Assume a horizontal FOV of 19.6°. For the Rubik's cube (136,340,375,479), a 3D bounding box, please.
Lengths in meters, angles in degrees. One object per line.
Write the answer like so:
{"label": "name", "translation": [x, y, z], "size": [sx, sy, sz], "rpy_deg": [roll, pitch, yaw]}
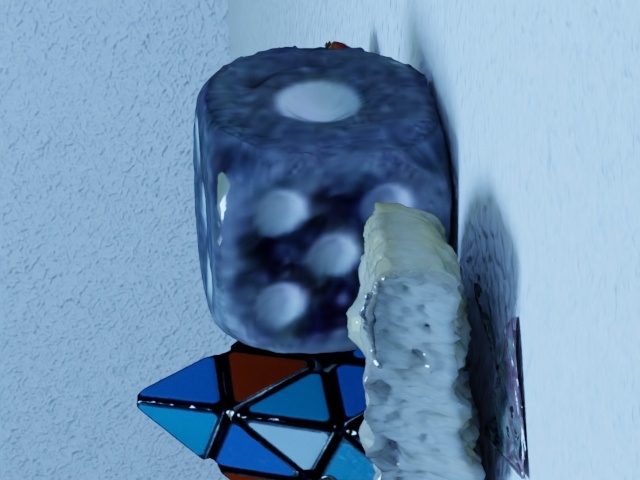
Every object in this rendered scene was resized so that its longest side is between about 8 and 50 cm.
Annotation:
{"label": "Rubik's cube", "translation": [-0.002, 0.099, 1.568], "size": [0.284, 0.250, 0.234], "rpy_deg": [106, -175, -57]}

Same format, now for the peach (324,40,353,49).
{"label": "peach", "translation": [0.024, -0.129, 1.663], "size": [0.098, 0.061, 0.098], "rpy_deg": [13, -90, -81]}

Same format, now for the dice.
{"label": "dice", "translation": [-0.002, -0.031, 1.405], "size": [0.182, 0.182, 0.183], "rpy_deg": [-103, 13, -58]}

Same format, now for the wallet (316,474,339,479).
{"label": "wallet", "translation": [0.060, 0.259, 1.306], "size": [0.198, 0.031, 0.110], "rpy_deg": [52, -172, -25]}

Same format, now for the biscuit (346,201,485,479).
{"label": "biscuit", "translation": [0.064, 0.091, 1.277], "size": [0.179, 0.084, 0.281], "rpy_deg": [-94, -4, -57]}

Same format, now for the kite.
{"label": "kite", "translation": [0.118, 0.090, 1.208], "size": [0.139, 0.011, 0.156], "rpy_deg": [97, 166, -49]}
